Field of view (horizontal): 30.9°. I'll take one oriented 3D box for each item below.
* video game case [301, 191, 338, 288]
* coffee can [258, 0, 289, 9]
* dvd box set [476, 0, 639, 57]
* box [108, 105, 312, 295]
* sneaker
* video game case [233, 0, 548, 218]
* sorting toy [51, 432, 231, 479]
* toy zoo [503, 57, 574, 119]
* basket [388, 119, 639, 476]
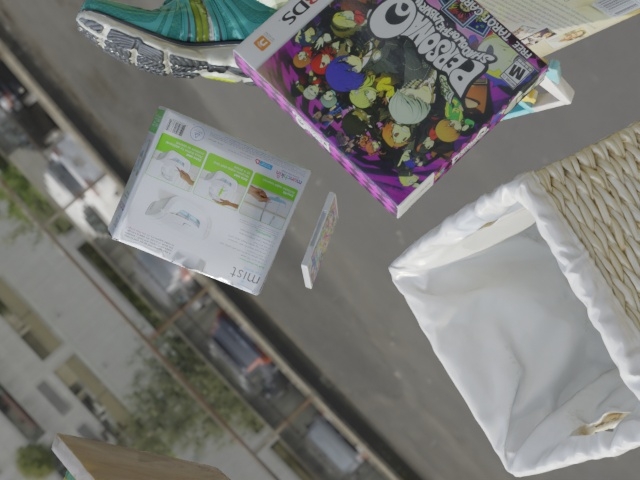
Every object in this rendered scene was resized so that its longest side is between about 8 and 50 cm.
[{"bbox_3d":[0.000,0.000,1.679,0.011,0.122,0.087,17,159,11],"label":"video game case"},{"bbox_3d":[-0.090,-0.387,1.522,0.201,0.201,0.275,37,162,33],"label":"coffee can"},{"bbox_3d":[0.247,-0.318,1.628,0.308,0.420,0.062,7,-114,-52],"label":"dvd box set"},{"bbox_3d":[-0.184,-0.065,1.906,0.262,0.231,0.127,22,-177,-16],"label":"box"},{"bbox_3d":[-0.133,-0.238,1.287,0.275,0.110,0.107,5,175,-18],"label":"sneaker"},{"bbox_3d":[0.068,-0.173,1.136,0.232,0.210,0.042,45,170,12],"label":"video game case"},{"bbox_3d":[-0.215,0.362,1.539,0.257,0.089,0.255,20,180,-29],"label":"sorting toy"},{"bbox_3d":[0.329,-0.294,2.127,0.192,0.030,0.293,32,158,-27],"label":"toy zoo"},{"bbox_3d":[0.321,0.073,1.416,0.331,0.266,0.328,61,150,6],"label":"basket"}]
